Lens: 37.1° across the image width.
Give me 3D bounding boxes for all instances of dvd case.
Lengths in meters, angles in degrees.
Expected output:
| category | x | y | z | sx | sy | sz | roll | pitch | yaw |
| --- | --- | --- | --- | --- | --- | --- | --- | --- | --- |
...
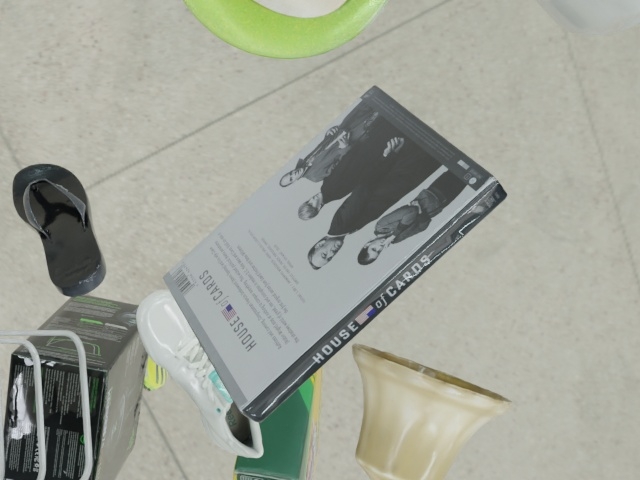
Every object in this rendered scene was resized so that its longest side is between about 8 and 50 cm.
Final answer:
| category | x | y | z | sx | sy | sz | roll | pitch | yaw |
| --- | --- | --- | --- | --- | --- | --- | --- | --- | --- |
| dvd case | 0.000 | 0.000 | 0.722 | 0.239 | 0.179 | 0.029 | -43 | 130 | 2 |

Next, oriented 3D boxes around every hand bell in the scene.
| category | x | y | z | sx | sy | sz | roll | pitch | yaw |
| --- | --- | --- | --- | --- | --- | --- | --- | --- | --- |
| hand bell | 0.042 | 0.210 | 0.704 | 0.126 | 0.126 | 0.242 | 21 | 88 | -30 |

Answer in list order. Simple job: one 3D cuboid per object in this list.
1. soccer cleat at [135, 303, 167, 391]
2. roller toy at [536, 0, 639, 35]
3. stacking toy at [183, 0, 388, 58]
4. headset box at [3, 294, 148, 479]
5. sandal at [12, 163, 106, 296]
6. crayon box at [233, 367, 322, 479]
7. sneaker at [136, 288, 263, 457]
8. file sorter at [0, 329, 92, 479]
| category | x | y | z | sx | sy | sz | roll | pitch | yaw |
| --- | --- | --- | --- | --- | --- | --- | --- | --- | --- |
| soccer cleat | -0.337 | 0.212 | 1.885 | 0.121 | 0.093 | 0.289 | -40 | 156 | -13 |
| roller toy | 0.229 | -0.275 | 0.747 | 0.146 | 0.191 | 0.209 | 40 | 123 | -23 |
| stacking toy | 0.002 | -0.210 | 0.415 | 0.309 | 0.130 | 0.279 | -20 | 120 | 15 |
| headset box | -0.342 | 0.233 | 1.364 | 0.131 | 0.283 | 0.246 | 11 | 104 | 1 |
| sandal | -0.356 | -0.032 | 1.298 | 0.097 | 0.254 | 0.054 | -30 | 141 | -11 |
| crayon box | -0.061 | 0.355 | 1.567 | 0.106 | 0.313 | 0.362 | 7 | 134 | 5 |
| sneaker | -0.118 | 0.145 | 1.027 | 0.080 | 0.094 | 0.212 | -36 | 110 | -16 |
| file sorter | -0.422 | 0.205 | 1.073 | 0.173 | 0.278 | 0.192 | 13 | 69 | -65 |
